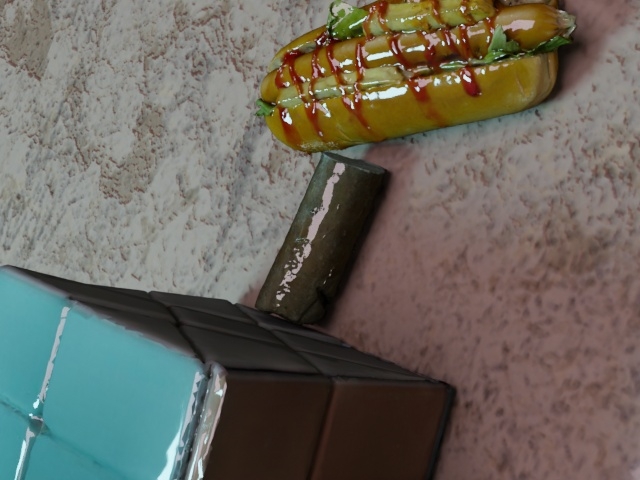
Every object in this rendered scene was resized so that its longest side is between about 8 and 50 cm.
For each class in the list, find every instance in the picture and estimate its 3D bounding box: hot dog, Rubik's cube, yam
[{"bbox_3d":[0.055,-0.124,0.604,0.250,0.076,0.104,-5,77,41],"label":"hot dog"},{"bbox_3d":[-0.086,0.161,0.563,0.231,0.221,0.224,16,91,41],"label":"Rubik's cube"},{"bbox_3d":[0.000,0.000,0.638,0.054,0.054,0.132,30,100,40],"label":"yam"}]
